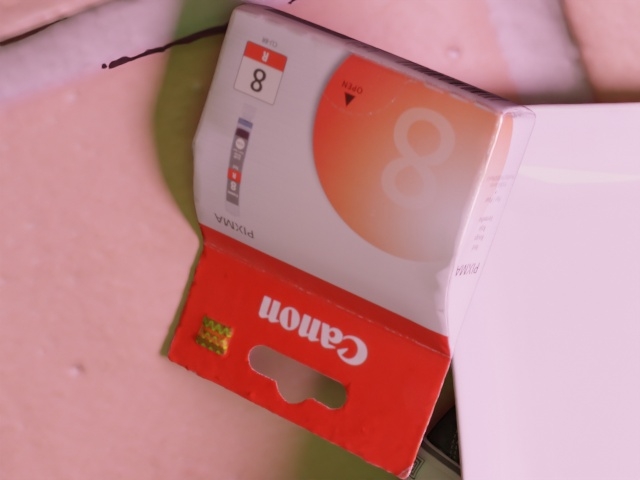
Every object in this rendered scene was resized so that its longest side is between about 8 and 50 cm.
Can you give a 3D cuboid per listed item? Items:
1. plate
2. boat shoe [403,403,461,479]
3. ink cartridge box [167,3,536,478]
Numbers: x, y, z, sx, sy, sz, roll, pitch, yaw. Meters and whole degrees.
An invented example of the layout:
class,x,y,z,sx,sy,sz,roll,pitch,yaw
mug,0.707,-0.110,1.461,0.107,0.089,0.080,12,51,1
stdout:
class,x,y,z,sx,sy,sz,roll,pitch,yaw
plate,0.193,0.070,0.850,0.278,0.045,0.277,-4,81,-7
boat shoe,0.147,0.151,0.899,0.228,0.080,0.076,37,89,-6
ink cartridge box,0.000,0.000,0.822,0.145,0.045,0.179,24,101,26
